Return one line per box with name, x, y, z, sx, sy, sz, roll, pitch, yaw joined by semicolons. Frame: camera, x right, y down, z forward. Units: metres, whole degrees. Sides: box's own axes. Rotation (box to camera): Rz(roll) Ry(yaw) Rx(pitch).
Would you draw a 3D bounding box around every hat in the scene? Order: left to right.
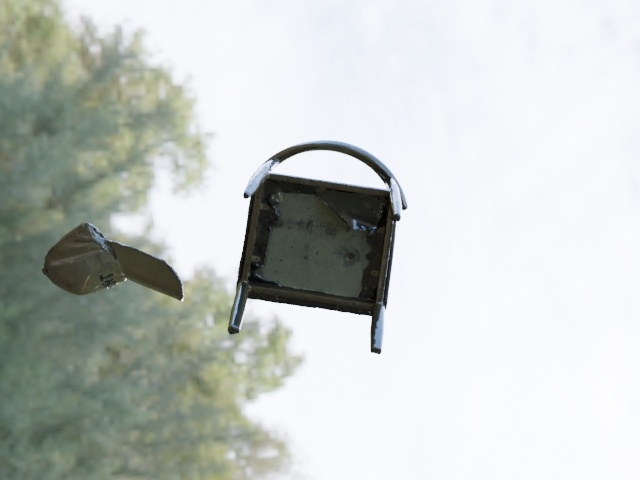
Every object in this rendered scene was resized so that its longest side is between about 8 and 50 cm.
hat;-0.251;0.045;1.871;0.085;0.175;0.147;-63;176;-8

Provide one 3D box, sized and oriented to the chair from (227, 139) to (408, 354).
chair;0.000;0.000;1.675;0.272;0.188;0.166;-80;178;-72
